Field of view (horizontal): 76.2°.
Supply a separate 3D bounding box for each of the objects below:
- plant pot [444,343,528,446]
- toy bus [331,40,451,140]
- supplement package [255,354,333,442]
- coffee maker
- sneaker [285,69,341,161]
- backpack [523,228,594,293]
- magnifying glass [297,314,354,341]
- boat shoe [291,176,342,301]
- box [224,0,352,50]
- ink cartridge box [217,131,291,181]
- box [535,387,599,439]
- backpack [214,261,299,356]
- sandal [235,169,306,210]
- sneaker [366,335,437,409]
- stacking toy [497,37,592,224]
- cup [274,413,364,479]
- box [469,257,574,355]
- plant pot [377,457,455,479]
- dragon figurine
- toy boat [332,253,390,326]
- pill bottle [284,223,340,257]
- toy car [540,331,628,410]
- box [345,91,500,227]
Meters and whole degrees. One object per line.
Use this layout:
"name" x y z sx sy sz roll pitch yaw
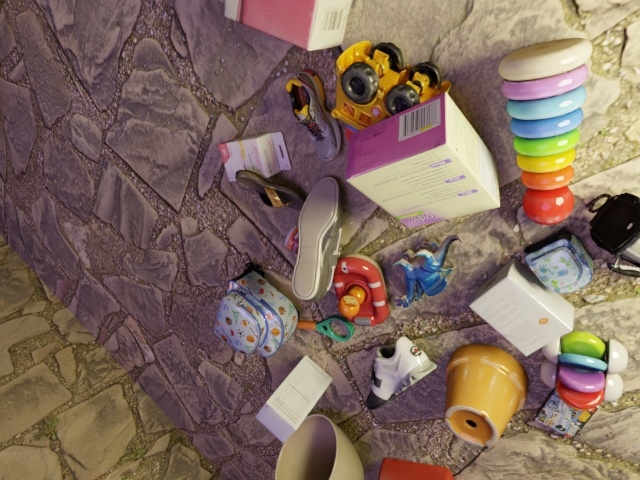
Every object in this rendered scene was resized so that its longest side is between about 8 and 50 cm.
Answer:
"plant pot" 0.407 0.404 1.045 0.205 0.188 0.205 17 124 27
"toy bus" 0.135 -0.283 0.880 0.220 0.149 0.212 31 143 13
"supplement package" -0.091 0.555 1.445 0.139 0.244 0.134 39 131 10
"coffee maker" 0.594 -0.005 0.721 0.178 0.171 0.120 28 137 -3
"sneaker" -0.024 -0.297 1.004 0.088 0.092 0.225 -14 108 39
"backpack" 0.498 0.053 0.848 0.114 0.084 0.105 49 135 -2
"magnifying glass" 0.008 0.290 1.370 0.230 0.026 0.092 -2 115 37
"boat shoe" 0.000 0.000 1.108 0.112 0.095 0.336 10 85 31
"box" -0.068 -0.512 0.872 0.232 0.148 0.127 30 130 18
"ink cartridge box" -0.189 -0.239 1.171 0.198 0.067 0.115 0 116 34
"box" 0.614 0.426 1.022 0.093 0.027 0.137 25 128 23
"backpack" -0.216 0.261 1.395 0.263 0.213 0.277 28 128 10
"sandal" -0.143 -0.130 1.156 0.219 0.060 0.090 25 156 -21
"sneaker" 0.213 0.400 1.245 0.146 0.122 0.331 52 136 23
"stacking toy" 0.417 -0.181 0.755 0.141 0.141 0.331 2 124 34
"cup" 0.024 0.861 1.532 0.237 0.331 0.331 38 137 -25
"box" 0.456 0.151 0.930 0.170 0.091 0.130 42 131 8
"plant pot" 0.327 0.949 1.387 0.267 0.235 0.268 -16 105 39
"dragon figurine" 0.277 0.077 1.014 0.144 0.085 0.289 51 137 -3
"toy boat" 0.096 0.156 1.138 0.150 0.151 0.231 -4 113 30
"pill bottle" -0.022 0.021 1.192 0.152 0.086 0.086 32 130 16
"toy car" 0.573 0.294 0.900 0.159 0.136 0.182 6 119 33
"box" 0.211 -0.144 0.829 0.213 0.118 0.243 -15 147 40
